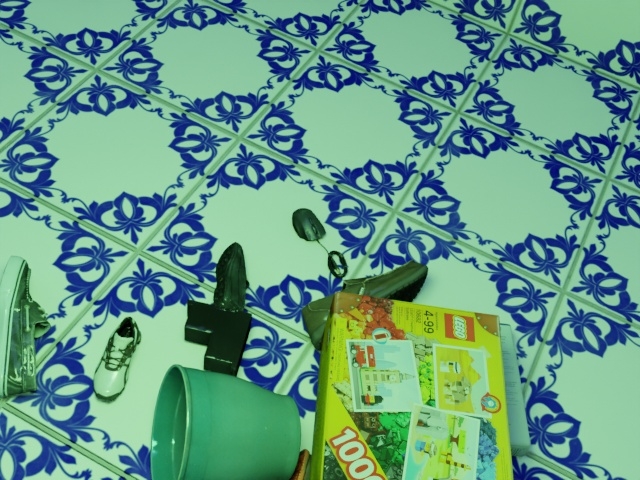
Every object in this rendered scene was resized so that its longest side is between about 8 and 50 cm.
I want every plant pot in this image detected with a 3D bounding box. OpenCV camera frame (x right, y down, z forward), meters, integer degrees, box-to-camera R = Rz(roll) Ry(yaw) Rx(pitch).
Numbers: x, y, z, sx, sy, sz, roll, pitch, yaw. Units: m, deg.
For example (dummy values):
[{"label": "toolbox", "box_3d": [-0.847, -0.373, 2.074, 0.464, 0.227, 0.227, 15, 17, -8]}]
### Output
[{"label": "plant pot", "box_3d": [-0.187, 0.397, 1.690, 0.255, 0.271, 0.271, 9, 48, -24]}]

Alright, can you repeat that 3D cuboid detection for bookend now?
[{"label": "bookend", "box_3d": [-0.252, 0.232, 1.918, 0.156, 0.072, 0.157, 12, 51, 1]}]

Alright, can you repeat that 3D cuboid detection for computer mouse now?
[{"label": "computer mouse", "box_3d": [0.000, 0.000, 2.177, 0.071, 0.041, 0.242, -23, 59, -27]}]

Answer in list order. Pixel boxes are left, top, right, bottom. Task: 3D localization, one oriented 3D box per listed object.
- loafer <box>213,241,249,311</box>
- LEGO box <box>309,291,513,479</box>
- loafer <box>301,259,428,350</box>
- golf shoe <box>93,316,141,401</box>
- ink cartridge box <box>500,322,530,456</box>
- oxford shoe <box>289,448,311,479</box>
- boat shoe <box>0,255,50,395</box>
[{"label": "loafer", "box_3d": [-0.213, 0.098, 2.046, 0.078, 0.076, 0.223, 35, 35, -29]}, {"label": "LEGO box", "box_3d": [0.180, 0.381, 1.705, 0.373, 0.193, 0.500, 8, 49, -4]}, {"label": "loafer", "box_3d": [0.108, 0.128, 2.030, 0.366, 0.133, 0.130, -25, 60, -28]}, {"label": "golf shoe", "box_3d": [-0.456, 0.257, 1.848, 0.077, 0.094, 0.198, 11, 51, -3]}, {"label": "ink cartridge box", "box_3d": [0.304, 0.333, 1.943, 0.324, 0.071, 0.330, 6, 48, -5]}, {"label": "oxford shoe", "box_3d": [-0.040, 0.559, 1.694, 0.098, 0.097, 0.271, 28, 49, -18]}, {"label": "boat shoe", "box_3d": [-0.666, 0.192, 1.862, 0.119, 0.121, 0.335, 5, 61, -17]}]
